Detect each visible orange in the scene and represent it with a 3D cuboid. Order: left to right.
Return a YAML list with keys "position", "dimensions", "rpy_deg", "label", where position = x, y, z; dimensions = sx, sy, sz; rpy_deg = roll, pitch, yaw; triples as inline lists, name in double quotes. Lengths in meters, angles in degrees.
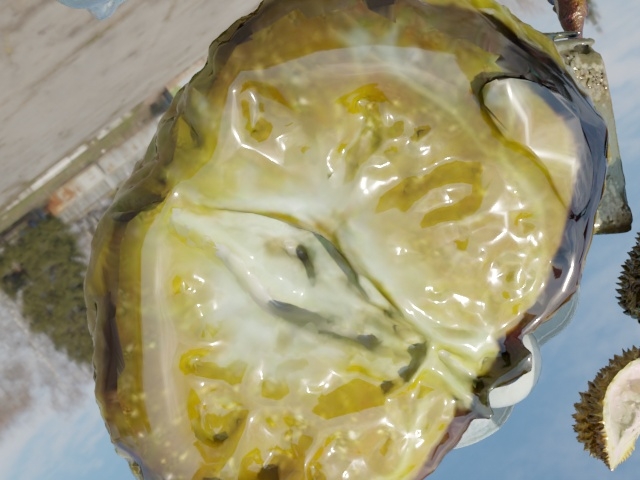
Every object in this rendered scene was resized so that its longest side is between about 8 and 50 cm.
- position: [0.000, 0.000, 0.521]
  dimensions: [0.369, 0.271, 0.210]
  rpy_deg: [-55, -158, 8]
  label: "orange"

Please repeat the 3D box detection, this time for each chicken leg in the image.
- position: [0.400, -0.376, 1.262]
  dimensions: [0.048, 0.089, 0.219]
  rpy_deg: [-9, -131, 8]
  label: "chicken leg"

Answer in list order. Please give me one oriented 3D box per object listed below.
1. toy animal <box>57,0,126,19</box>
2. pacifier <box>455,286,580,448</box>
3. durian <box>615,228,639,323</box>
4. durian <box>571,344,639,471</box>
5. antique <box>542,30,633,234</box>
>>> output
- position: [-0.207, -0.345, 0.718]
  dimensions: [0.241, 0.196, 0.367]
  rpy_deg: [-43, -167, 8]
  label: "toy animal"
- position: [0.138, 0.084, 0.760]
  dimensions: [0.287, 0.238, 0.226]
  rpy_deg: [-56, -168, 3]
  label: "pacifier"
- position: [0.480, 0.027, 1.023]
  dimensions: [0.193, 0.138, 0.237]
  rpy_deg: [18, -112, 43]
  label: "durian"
- position: [0.573, 0.300, 1.505]
  dimensions: [0.249, 0.183, 0.138]
  rpy_deg: [-43, -168, -9]
  label: "durian"
- position: [0.338, -0.146, 1.099]
  dimensions: [0.150, 0.284, 0.125]
  rpy_deg: [-6, -178, -16]
  label: "antique"
